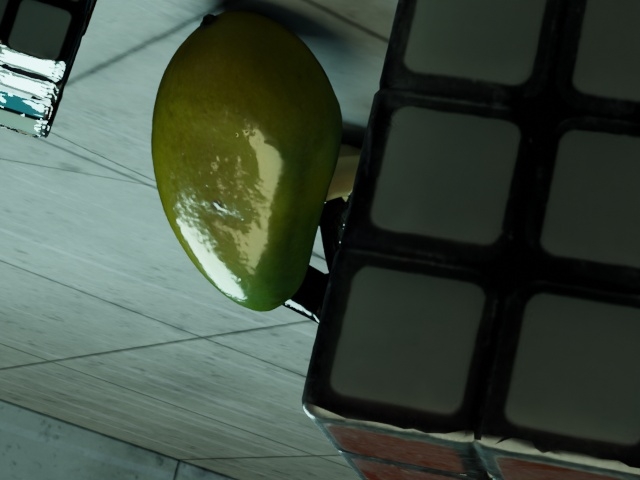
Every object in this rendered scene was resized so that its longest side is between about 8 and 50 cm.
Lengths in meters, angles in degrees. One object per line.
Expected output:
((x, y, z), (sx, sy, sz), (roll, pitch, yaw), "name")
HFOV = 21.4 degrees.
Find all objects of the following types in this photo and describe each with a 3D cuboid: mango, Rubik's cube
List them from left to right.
((-0.208, -0.168, 1.009), (0.154, 0.151, 0.155), (18, 164, -8), "Rubik's cube")
((-0.059, -0.054, 1.215), (0.137, 0.091, 0.237), (26, 129, 13), "mango")
((0.185, 0.025, 1.053), (0.304, 0.301, 0.305), (10, 162, 12), "Rubik's cube")

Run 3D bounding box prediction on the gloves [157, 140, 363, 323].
((0.008, -0.002, 1.376), (0.301, 0.152, 0.197), (22, 139, 12), "gloves")
